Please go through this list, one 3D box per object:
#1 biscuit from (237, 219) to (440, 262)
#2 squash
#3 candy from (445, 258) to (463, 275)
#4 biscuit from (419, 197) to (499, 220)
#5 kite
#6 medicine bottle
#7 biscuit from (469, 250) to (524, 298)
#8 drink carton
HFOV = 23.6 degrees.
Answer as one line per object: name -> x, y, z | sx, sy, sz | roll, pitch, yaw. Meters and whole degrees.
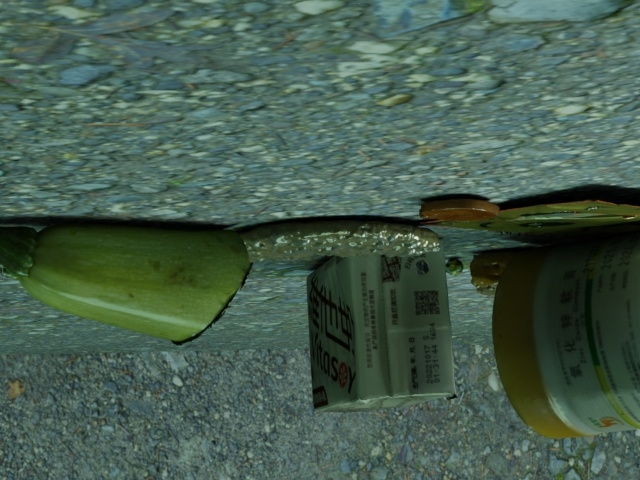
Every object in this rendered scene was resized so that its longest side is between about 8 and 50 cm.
biscuit -> 0.003, -0.001, 1.672 | 0.250, 0.032, 0.133 | -2, 171, 6
squash -> -0.219, 0.044, 1.578 | 0.287, 0.137, 0.137 | 4, 170, -35
candy -> 0.156, 0.035, 2.045 | 0.083, 0.025, 0.023 | 1, 134, 44
biscuit -> 0.137, -0.032, 1.547 | 0.078, 0.015, 0.091 | -4, 172, 27
kite -> 0.266, -0.022, 1.664 | 0.328, 0.013, 0.377 | -3, 175, 4
medicine bottle -> 0.360, 0.109, 1.831 | 0.232, 0.237, 0.238 | -12, 168, 38
biscuit -> 0.294, 0.058, 2.115 | 0.094, 0.054, 0.379 | -5, 172, 19
drink carton -> 0.069, 0.115, 1.950 | 0.132, 0.194, 0.324 | -3, 172, -11
